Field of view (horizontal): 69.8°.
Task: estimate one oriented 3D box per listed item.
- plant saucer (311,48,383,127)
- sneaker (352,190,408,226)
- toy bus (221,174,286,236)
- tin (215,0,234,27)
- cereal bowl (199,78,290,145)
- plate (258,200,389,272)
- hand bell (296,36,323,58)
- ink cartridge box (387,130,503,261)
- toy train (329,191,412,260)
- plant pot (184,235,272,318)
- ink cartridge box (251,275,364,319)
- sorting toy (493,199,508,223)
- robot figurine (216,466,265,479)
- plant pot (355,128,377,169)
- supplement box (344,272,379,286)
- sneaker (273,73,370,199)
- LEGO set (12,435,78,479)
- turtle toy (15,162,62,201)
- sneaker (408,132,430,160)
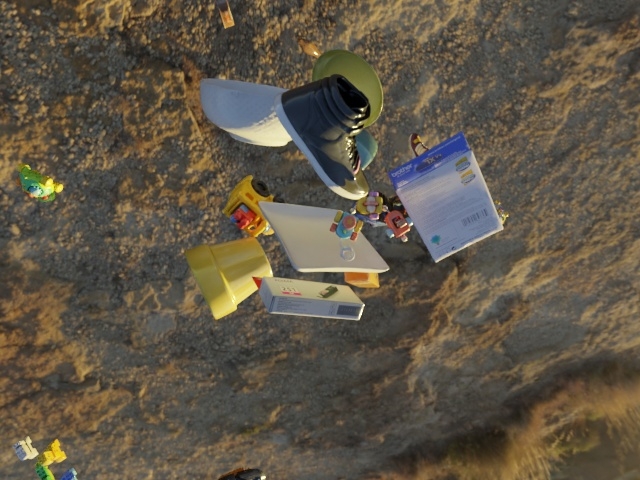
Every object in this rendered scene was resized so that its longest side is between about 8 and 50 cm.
[{"bbox_3d":[0.083,-0.440,1.328,0.241,0.037,0.241,27,144,22],"label":"plant saucer"},{"bbox_3d":[0.138,-0.064,1.120,0.087,0.083,0.221,-24,165,32],"label":"sneaker"},{"bbox_3d":[-0.233,-0.091,1.625,0.220,0.211,0.149,41,118,-16],"label":"toy bus"},{"bbox_3d":[-0.307,-0.742,1.436,0.040,0.190,0.106,-15,143,-5],"label":"tin"},{"bbox_3d":[-0.165,-0.349,1.268,0.339,0.339,0.141,6,112,-13],"label":"cereal bowl"},{"bbox_3d":[0.000,0.000,1.182,0.278,0.277,0.045,3,124,-33],"label":"plate"},{"bbox_3d":[0.005,-0.653,1.637,0.126,0.126,0.242,-39,148,27],"label":"hand bell"},{"bbox_3d":[0.291,-0.100,1.073,0.185,0.065,0.311,-28,129,13],"label":"ink cartridge box"},{"bbox_3d":[0.105,-0.032,0.944,0.166,0.125,0.046,-27,178,-9],"label":"toy train"},{"bbox_3d":[-0.305,0.105,1.577,0.239,0.254,0.254,-26,136,-15],"label":"plant pot"},{"bbox_3d":[-0.044,0.144,1.342,0.275,0.239,0.060,9,107,-23],"label":"ink cartridge box"},{"bbox_3d":[0.500,-0.075,1.314,0.045,0.075,0.083,-39,86,33],"label":"sorting toy"},{"bbox_3d":[-0.210,0.501,0.782,0.291,0.085,0.211,-18,116,-30],"label":"robot figurine"},{"bbox_3d":[0.075,-0.420,1.998,0.290,0.290,0.195,-28,127,18],"label":"plant pot"},{"bbox_3d":[0.134,0.104,1.454,0.080,0.078,0.233,-6,168,16],"label":"supplement box"},{"bbox_3d":[0.053,-0.195,0.902,0.147,0.105,0.296,-18,134,31],"label":"sneaker"},{"bbox_3d":[-0.689,0.579,1.157,0.087,0.227,0.093,-36,167,-13],"label":"LEGO set"},{"bbox_3d":[-0.728,-0.140,1.188,0.095,0.066,0.130,28,170,4],"label":"turtle toy"},{"bbox_3d":[0.366,-0.308,1.621,0.084,0.185,0.069,-21,152,34],"label":"sneaker"}]
